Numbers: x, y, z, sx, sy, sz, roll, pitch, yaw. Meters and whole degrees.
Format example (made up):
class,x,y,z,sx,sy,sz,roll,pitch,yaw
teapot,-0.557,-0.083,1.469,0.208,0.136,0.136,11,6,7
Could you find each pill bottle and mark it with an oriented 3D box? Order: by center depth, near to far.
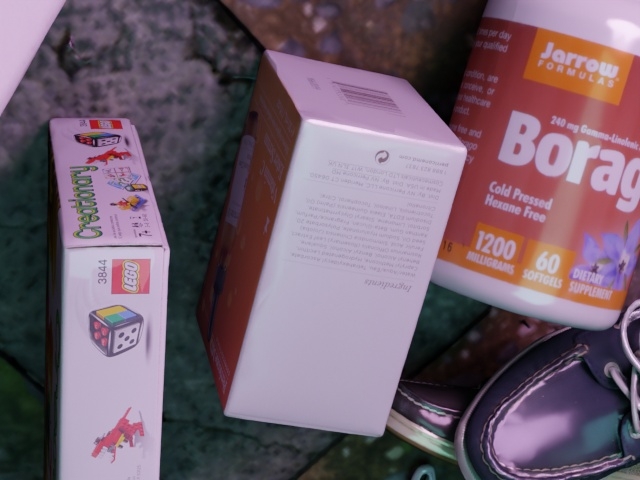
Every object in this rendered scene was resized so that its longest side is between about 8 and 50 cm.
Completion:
class,x,y,z,sx,sy,sz,roll,pitch,yaw
pill bottle,0.134,-0.069,0.859,0.121,0.121,0.216,15,95,-17

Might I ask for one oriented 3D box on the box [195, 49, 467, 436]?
class,x,y,z,sx,sy,sz,roll,pitch,yaw
box,0.000,0.000,0.864,0.091,0.130,0.170,10,109,-16

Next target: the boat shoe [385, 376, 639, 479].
class,x,y,z,sx,sy,sz,roll,pitch,yaw
boat shoe,0.138,0.107,0.969,0.223,0.080,0.073,16,101,-22

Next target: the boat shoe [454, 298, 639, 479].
class,x,y,z,sx,sy,sz,roll,pitch,yaw
boat shoe,0.198,0.080,0.908,0.254,0.079,0.095,-17,84,-18

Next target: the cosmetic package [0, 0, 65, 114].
class,x,y,z,sx,sy,sz,roll,pitch,yaw
cosmetic package,-0.284,-0.168,0.542,0.327,0.393,0.329,-25,120,29

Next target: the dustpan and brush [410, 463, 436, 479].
class,x,y,z,sx,sy,sz,roll,pitch,yaw
dustpan and brush,0.065,0.246,1.025,0.147,0.060,0.211,-5,119,-21

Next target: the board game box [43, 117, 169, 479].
class,x,y,z,sx,sy,sz,roll,pitch,yaw
board game box,-0.121,0.107,0.849,0.053,0.193,0.305,0,111,-12
